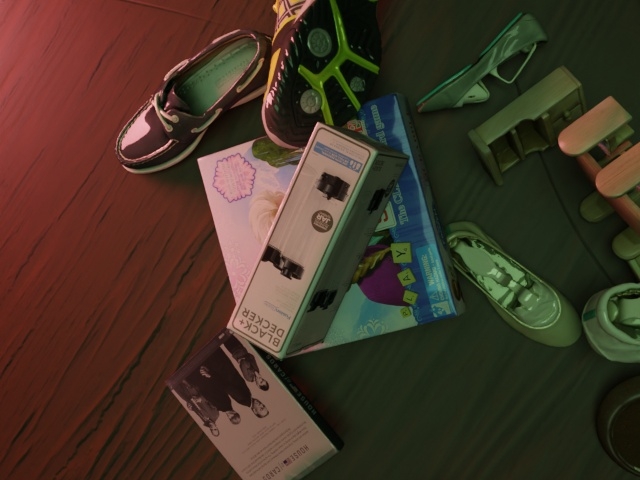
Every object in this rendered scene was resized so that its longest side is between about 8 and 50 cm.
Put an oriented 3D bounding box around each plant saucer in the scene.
[{"bbox_3d":[0.470,0.266,1.322,0.168,0.029,0.169,6,111,15],"label":"plant saucer"}]

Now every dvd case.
[{"bbox_3d":[-0.100,0.250,1.386,0.239,0.029,0.179,50,122,4],"label":"dvd case"}]

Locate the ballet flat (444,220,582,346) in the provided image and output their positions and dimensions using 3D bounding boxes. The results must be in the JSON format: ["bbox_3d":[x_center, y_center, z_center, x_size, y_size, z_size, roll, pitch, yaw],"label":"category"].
[{"bbox_3d":[0.269,0.066,1.352,0.248,0.086,0.086,39,94,6],"label":"ballet flat"}]

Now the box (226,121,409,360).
[{"bbox_3d":[0.000,0.000,1.240,0.087,0.169,0.290,27,102,16],"label":"box"}]

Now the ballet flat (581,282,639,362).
[{"bbox_3d":[0.538,0.103,1.207,0.400,0.139,0.139,-1,90,15],"label":"ballet flat"}]

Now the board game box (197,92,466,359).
[{"bbox_3d":[0.011,-0.011,1.360,0.317,0.066,0.319,-17,87,20],"label":"board game box"}]

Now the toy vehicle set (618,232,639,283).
[{"bbox_3d":[0.547,0.079,1.301,0.165,0.035,0.267,-28,69,6],"label":"toy vehicle set"}]

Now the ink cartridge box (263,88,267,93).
[{"bbox_3d":[-0.023,-0.237,1.417,0.115,0.029,0.063,-41,85,7],"label":"ink cartridge box"}]

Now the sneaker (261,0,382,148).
[{"bbox_3d":[0.000,-0.298,1.332,0.145,0.147,0.385,28,70,-30],"label":"sneaker"}]

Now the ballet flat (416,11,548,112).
[{"bbox_3d":[0.235,-0.238,1.364,0.213,0.072,0.068,-41,91,5],"label":"ballet flat"}]

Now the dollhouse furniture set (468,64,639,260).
[{"bbox_3d":[0.341,-0.089,1.286,0.161,0.212,0.242,-36,59,4],"label":"dollhouse furniture set"}]

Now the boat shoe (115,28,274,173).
[{"bbox_3d":[-0.193,-0.208,1.394,0.302,0.091,0.114,-39,76,11],"label":"boat shoe"}]
